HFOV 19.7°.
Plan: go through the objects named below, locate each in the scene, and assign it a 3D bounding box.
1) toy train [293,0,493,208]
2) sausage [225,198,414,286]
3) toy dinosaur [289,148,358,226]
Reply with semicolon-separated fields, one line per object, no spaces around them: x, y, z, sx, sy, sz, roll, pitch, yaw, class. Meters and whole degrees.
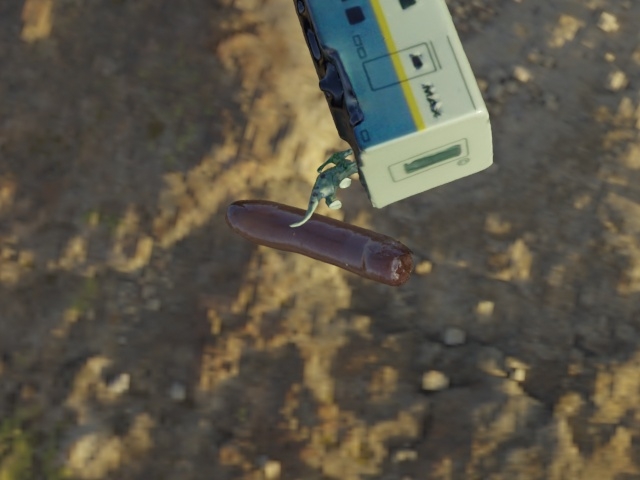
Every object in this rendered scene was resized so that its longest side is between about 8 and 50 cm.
0.002;-0.127;0.676;0.051;0.052;0.234;-18;66;0;toy train
0.000;0.000;1.512;0.186;0.043;0.043;18;93;37;sausage
0.003;-0.045;1.425;0.083;0.021;0.062;-29;30;-5;toy dinosaur
